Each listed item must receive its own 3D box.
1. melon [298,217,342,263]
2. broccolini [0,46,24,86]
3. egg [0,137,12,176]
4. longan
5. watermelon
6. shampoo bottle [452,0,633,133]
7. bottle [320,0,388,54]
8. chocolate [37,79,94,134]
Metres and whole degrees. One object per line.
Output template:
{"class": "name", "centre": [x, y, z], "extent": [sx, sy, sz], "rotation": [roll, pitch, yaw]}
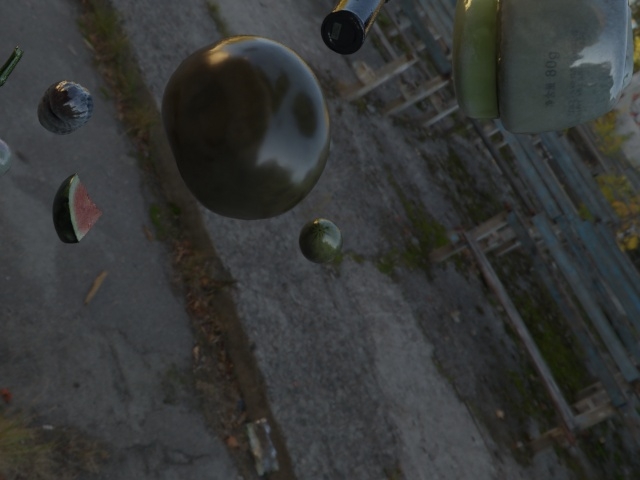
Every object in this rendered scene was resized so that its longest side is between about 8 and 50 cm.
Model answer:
{"class": "melon", "centre": [0.000, 0.000, 1.503], "extent": [0.130, 0.098, 0.098], "rotation": [82, -13, -64]}
{"class": "broccolini", "centre": [-0.644, -0.276, 1.297], "extent": [0.051, 0.239, 0.054], "rotation": [35, -17, 0]}
{"class": "egg", "centre": [-0.709, -0.173, 1.430], "extent": [0.103, 0.135, 0.103], "rotation": [-3, 90, -68]}
{"class": "longan", "centre": [-0.147, -0.219, 1.359], "extent": [0.361, 0.361, 0.361], "rotation": [49, 21, -26]}
{"class": "watermelon", "centre": [-0.695, -0.092, 1.885], "extent": [0.193, 0.137, 0.145], "rotation": [33, -28, 53]}
{"class": "shampoo bottle", "centre": [0.417, -0.362, 1.284], "extent": [0.322, 0.317, 0.322], "rotation": [4, 90, -68]}
{"class": "bottle", "centre": [0.068, -0.393, 1.141], "extent": [0.082, 0.072, 0.244], "rotation": [27, 43, -5]}
{"class": "chocolate", "centre": [-0.384, -0.197, 1.023], "extent": [0.072, 0.072, 0.167], "rotation": [52, -22, -18]}
